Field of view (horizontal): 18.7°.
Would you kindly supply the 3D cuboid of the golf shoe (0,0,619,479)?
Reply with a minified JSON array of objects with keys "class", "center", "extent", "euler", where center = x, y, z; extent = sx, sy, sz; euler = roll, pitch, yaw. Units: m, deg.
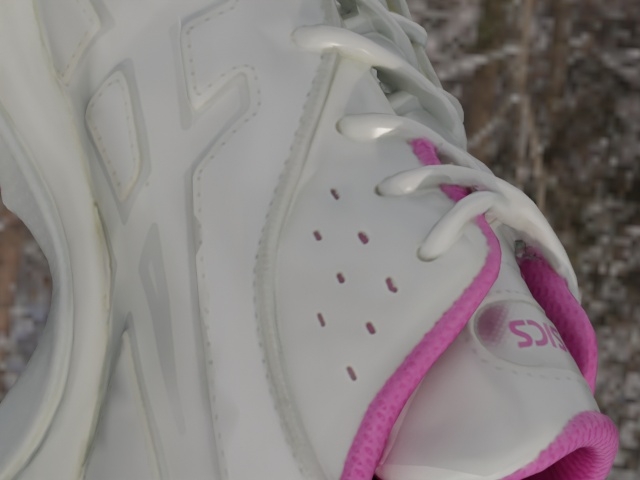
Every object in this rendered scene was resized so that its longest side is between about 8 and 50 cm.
[{"class":"golf shoe","center":[0.000,0.000,0.400],"extent":[0.140,0.306,0.115],"euler":[-9,163,34]}]
